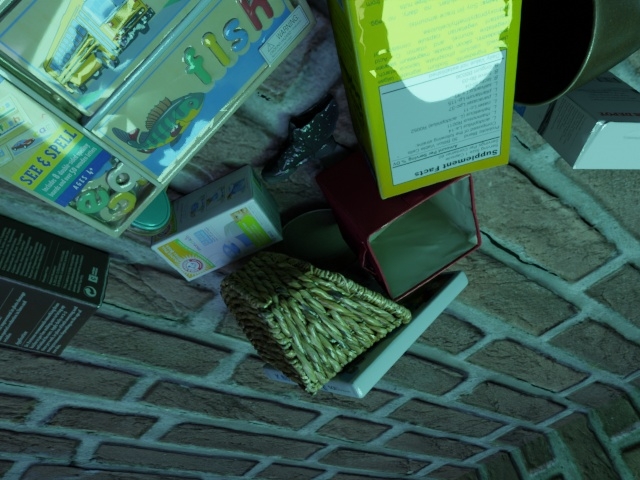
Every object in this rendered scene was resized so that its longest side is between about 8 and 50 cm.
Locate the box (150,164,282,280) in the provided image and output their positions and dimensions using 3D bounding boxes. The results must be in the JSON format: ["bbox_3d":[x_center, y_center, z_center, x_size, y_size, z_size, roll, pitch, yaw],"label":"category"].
[{"bbox_3d":[-0.186,-0.029,0.844,0.203,0.103,0.114,-23,134,10],"label":"box"}]

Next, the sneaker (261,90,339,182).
[{"bbox_3d":[-0.039,-0.169,0.781,0.170,0.051,0.089,-26,134,6],"label":"sneaker"}]

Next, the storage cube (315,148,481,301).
[{"bbox_3d":[0.132,-0.050,0.806,0.215,0.193,0.183,-32,135,-4],"label":"storage cube"}]

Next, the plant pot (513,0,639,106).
[{"bbox_3d":[0.371,-0.319,0.638,0.231,0.215,0.215,-19,137,-15],"label":"plant pot"}]

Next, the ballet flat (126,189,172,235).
[{"bbox_3d":[-0.369,-0.130,0.673,0.124,0.116,0.342,-16,129,45],"label":"ballet flat"}]

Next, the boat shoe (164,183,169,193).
[{"bbox_3d":[-0.276,-0.117,0.757,0.073,0.073,0.206,11,131,-26],"label":"boat shoe"}]

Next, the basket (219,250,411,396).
[{"bbox_3d":[-0.032,0.098,0.843,0.223,0.299,0.213,-34,102,-20],"label":"basket"}]

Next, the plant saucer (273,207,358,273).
[{"bbox_3d":[0.000,0.000,0.966,0.199,0.036,0.198,-7,136,-7],"label":"plant saucer"}]

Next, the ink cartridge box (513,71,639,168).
[{"bbox_3d":[0.430,-0.203,0.747,0.149,0.203,0.085,-2,134,-11],"label":"ink cartridge box"}]

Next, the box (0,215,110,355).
[{"bbox_3d":[-0.601,0.058,0.810,0.382,0.143,0.191,27,124,-36],"label":"box"}]

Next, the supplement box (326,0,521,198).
[{"bbox_3d":[0.126,-0.265,0.620,0.195,0.195,0.356,-15,135,2],"label":"supplement box"}]

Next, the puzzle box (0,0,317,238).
[{"bbox_3d":[-0.206,-0.217,0.532,0.409,0.052,0.272,-48,144,-2],"label":"puzzle box"}]

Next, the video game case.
[{"bbox_3d":[0.081,0.168,0.907,0.300,0.329,0.036,-14,108,55],"label":"video game case"}]
